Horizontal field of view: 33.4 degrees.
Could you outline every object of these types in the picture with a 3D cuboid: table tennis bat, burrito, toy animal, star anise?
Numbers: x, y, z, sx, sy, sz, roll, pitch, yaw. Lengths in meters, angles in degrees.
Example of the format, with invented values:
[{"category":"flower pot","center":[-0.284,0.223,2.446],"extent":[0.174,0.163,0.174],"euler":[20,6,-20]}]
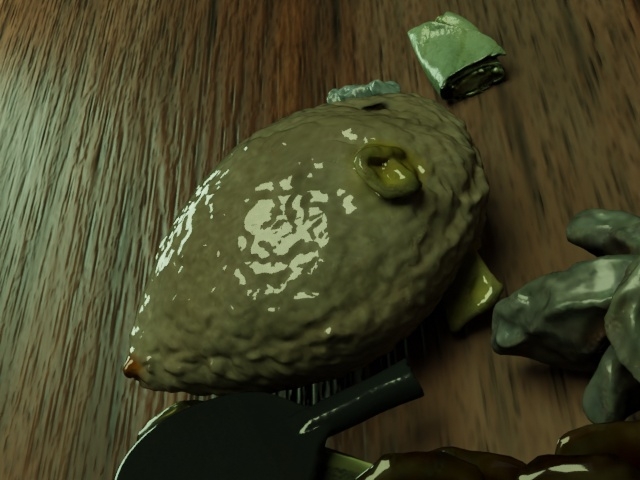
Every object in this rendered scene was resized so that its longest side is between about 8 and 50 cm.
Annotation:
[{"category":"table tennis bat","center":[-0.037,0.143,0.749],"extent":[0.236,0.027,0.150],"euler":[-23,32,-11]},{"category":"burrito","center":[0.134,-0.190,1.071],"extent":[0.074,0.044,0.118],"euler":[-32,43,7]},{"category":"toy animal","center":[-0.005,0.005,0.860],"extent":[0.358,0.188,0.226],"euler":[-42,34,-12]},{"category":"star anise","center":[0.274,0.032,0.688],"extent":[0.359,0.139,0.316],"euler":[-13,51,23]}]

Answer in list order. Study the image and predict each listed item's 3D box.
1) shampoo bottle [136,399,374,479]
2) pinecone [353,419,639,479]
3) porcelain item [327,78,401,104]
[{"category":"shampoo bottle","center":[-0.004,0.203,0.744],"extent":[0.350,0.084,0.125],"euler":[22,60,45]},{"category":"pinecone","center":[0.091,0.253,0.411],"extent":[0.397,0.398,0.398],"euler":[-18,42,18]},{"category":"porcelain item","center":[0.047,-0.148,1.096],"extent":[0.083,0.036,0.028],"euler":[-6,79,36]}]
